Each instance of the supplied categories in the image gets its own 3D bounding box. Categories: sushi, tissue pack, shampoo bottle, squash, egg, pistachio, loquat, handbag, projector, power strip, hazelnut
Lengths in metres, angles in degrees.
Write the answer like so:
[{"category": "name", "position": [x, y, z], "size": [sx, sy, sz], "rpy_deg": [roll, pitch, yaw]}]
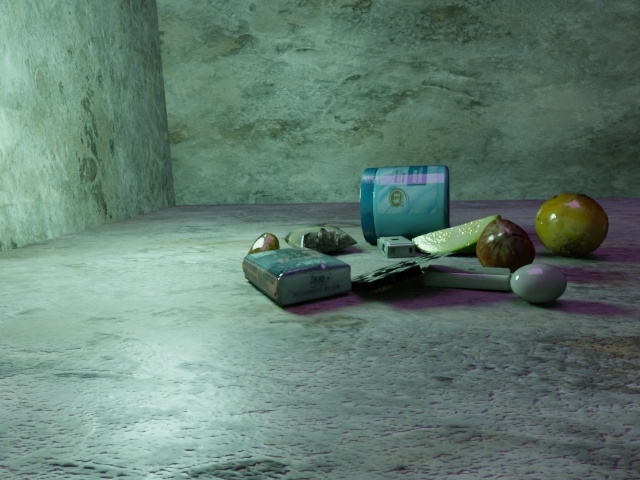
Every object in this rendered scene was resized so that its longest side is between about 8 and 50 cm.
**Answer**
[{"category": "sushi", "position": [0.231, 0.100, 1.292], "size": [0.290, 0.050, 0.264], "rpy_deg": [-17, -1, -17]}, {"category": "tissue pack", "position": [-0.079, 0.093, 1.317], "size": [0.228, 0.103, 0.316], "rpy_deg": [-9, 12, -25]}, {"category": "shampoo bottle", "position": [0.369, -0.150, 1.876], "size": [0.343, 0.330, 0.331], "rpy_deg": [1, 11, 18]}, {"category": "squash", "position": [0.509, -0.005, 1.657], "size": [0.289, 0.111, 0.203], "rpy_deg": [2, -29, 0]}, {"category": "egg", "position": [0.555, 0.109, 1.128], "size": [0.135, 0.103, 0.103], "rpy_deg": [-3, 11, 0]}, {"category": "pistachio", "position": [-0.202, 0.059, 1.513], "size": [0.110, 0.100, 0.189], "rpy_deg": [-28, 28, 40]}, {"category": "loquat", "position": [0.897, -0.053, 1.583], "size": [0.235, 0.234, 0.235], "rpy_deg": [-2, 11, 0]}, {"category": "handbag", "position": [0.000, 0.000, 1.759], "size": [0.271, 0.116, 0.182], "rpy_deg": [-5, 20, -22]}, {"category": "projector", "position": [0.291, 0.022, 1.723], "size": [0.115, 0.061, 0.147], "rpy_deg": [-5, 11, -7]}, {"category": "power strip", "position": [0.435, 0.107, 1.305], "size": [0.271, 0.046, 0.118], "rpy_deg": [1, 8, 21]}, {"category": "hazelnut", "position": [0.579, 0.026, 1.407], "size": [0.182, 0.181, 0.182], "rpy_deg": [-2, 11, 0]}]

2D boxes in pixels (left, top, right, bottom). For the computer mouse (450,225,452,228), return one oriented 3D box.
[{"category": "computer mouse", "position": [0.555, -0.042, 2.027], "size": [0.102, 0.044, 0.199], "rpy_deg": [-6, 16, 13]}]
